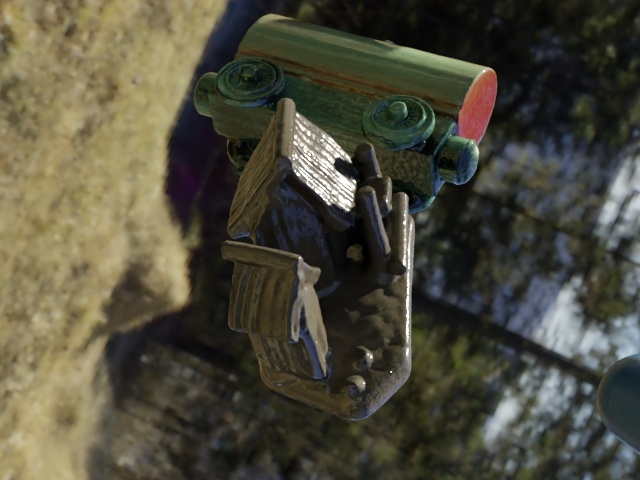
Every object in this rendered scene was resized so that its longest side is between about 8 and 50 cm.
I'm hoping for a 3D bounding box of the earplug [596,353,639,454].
[{"bbox_3d":[0.418,0.214,1.534,0.132,0.273,0.132,-22,127,-33],"label":"earplug"}]

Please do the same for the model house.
[{"bbox_3d":[-0.005,0.005,1.093,0.229,0.122,0.188,-80,154,-45],"label":"model house"}]

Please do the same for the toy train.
[{"bbox_3d":[0.028,-0.132,1.317,0.177,0.285,0.116,-54,150,-36],"label":"toy train"}]
